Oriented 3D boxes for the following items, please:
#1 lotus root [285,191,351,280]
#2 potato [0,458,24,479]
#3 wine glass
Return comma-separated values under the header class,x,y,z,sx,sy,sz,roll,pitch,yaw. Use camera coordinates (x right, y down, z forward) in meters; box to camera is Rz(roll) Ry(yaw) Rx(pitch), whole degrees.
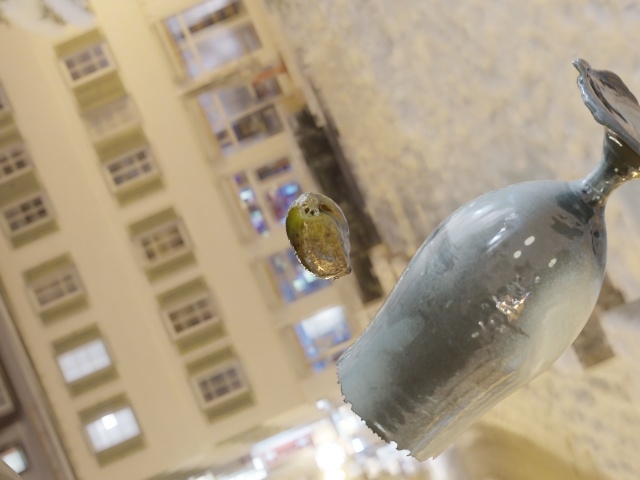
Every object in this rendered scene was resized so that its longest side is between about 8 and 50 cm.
class,x,y,z,sx,sy,sz,roll,pitch,yaw
lotus root,0.000,0.000,1.235,0.099,0.049,0.054,62,-155,-46
potato,-0.302,0.189,1.193,0.200,0.081,0.164,46,172,-4
wine glass,0.104,0.017,0.782,0.103,0.222,0.103,36,-160,-15
